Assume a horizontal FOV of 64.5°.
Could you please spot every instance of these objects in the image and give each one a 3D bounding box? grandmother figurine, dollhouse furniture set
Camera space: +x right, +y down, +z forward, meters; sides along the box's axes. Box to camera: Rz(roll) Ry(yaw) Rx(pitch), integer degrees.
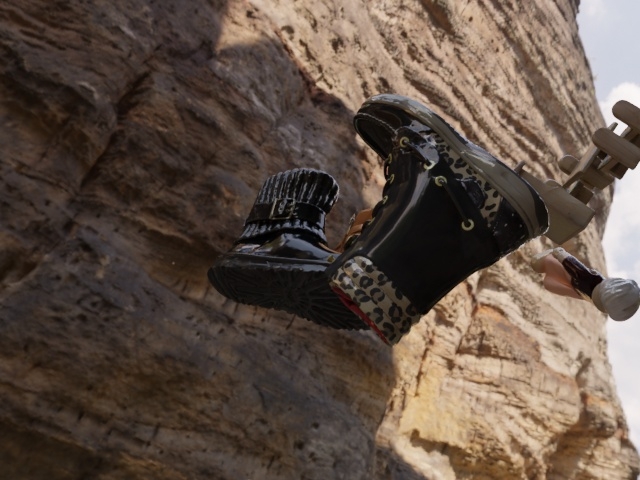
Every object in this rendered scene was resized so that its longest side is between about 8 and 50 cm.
[{"bbox_3d":[0.602,0.105,1.144,0.207,0.104,0.342,34,7,-1],"label":"grandmother figurine"},{"bbox_3d":[0.479,-0.141,0.986,0.161,0.242,0.212,38,-16,11],"label":"dollhouse furniture set"}]

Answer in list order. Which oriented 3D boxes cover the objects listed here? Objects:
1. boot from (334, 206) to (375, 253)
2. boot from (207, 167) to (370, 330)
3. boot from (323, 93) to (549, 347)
[{"bbox_3d":[0.037,0.055,1.075,0.109,0.220,0.283,22,-24,-22],"label":"boot"},{"bbox_3d":[-0.002,-0.003,0.875,0.347,0.260,0.131,10,-42,23],"label":"boot"},{"bbox_3d":[0.062,-0.032,0.479,0.236,0.178,0.085,46,-7,37],"label":"boot"}]
